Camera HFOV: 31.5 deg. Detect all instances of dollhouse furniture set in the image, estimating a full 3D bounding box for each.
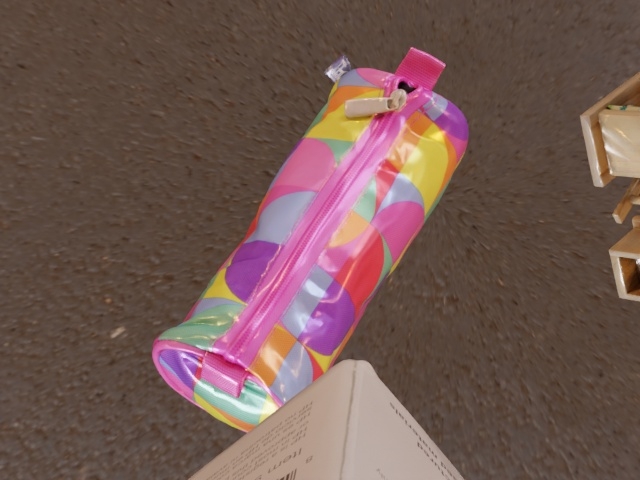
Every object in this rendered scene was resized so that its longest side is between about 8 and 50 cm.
[{"bbox_3d":[0.301,-0.033,0.801,0.101,0.182,0.161,-35,119,-33],"label":"dollhouse furniture set"}]

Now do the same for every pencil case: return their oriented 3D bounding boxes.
[{"bbox_3d":[0.000,0.000,0.661,0.104,0.104,0.236,29,65,4],"label":"pencil case"}]

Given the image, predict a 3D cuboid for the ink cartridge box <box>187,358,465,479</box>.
[{"bbox_3d":[-0.042,0.192,0.319,0.223,0.307,0.129,-38,98,12],"label":"ink cartridge box"}]
